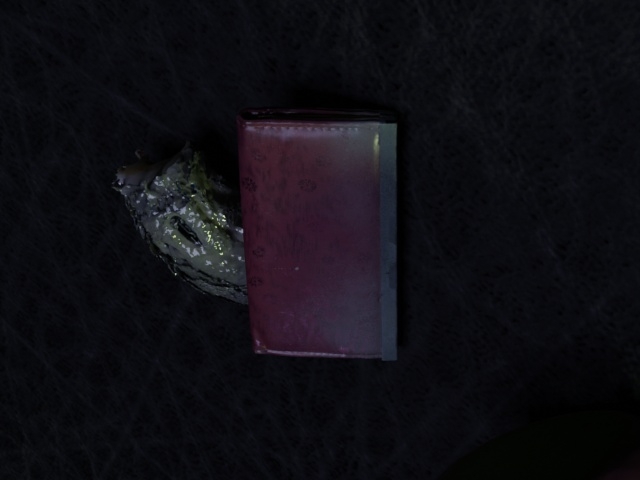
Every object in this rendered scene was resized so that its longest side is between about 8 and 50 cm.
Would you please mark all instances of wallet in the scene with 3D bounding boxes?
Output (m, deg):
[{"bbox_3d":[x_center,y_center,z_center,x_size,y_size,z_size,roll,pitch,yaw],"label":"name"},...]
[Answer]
[{"bbox_3d":[0.000,0.000,1.236,0.119,0.025,0.232,1,128,4],"label":"wallet"}]

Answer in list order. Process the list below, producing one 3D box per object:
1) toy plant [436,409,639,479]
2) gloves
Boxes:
[{"bbox_3d":[0.223,0.312,1.174,0.317,0.210,0.356,-1,104,58],"label":"toy plant"},{"bbox_3d":[-0.098,-0.005,1.309,0.114,0.070,0.153,-10,129,47],"label":"gloves"}]
